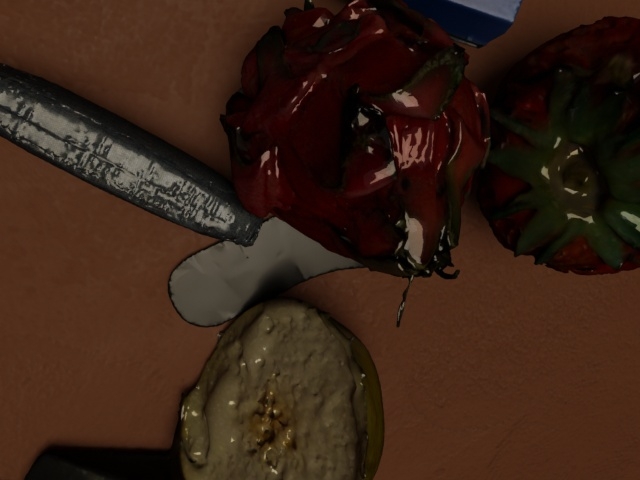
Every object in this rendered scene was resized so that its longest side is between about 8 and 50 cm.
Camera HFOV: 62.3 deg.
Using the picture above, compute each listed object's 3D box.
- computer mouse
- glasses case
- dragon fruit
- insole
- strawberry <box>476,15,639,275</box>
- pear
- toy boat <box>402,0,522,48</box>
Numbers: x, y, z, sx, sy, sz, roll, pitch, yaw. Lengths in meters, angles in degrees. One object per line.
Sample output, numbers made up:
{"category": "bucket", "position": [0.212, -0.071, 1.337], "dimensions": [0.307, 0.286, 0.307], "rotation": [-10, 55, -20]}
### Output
{"category": "computer mouse", "position": [-0.198, 0.330, 0.591], "dimensions": [0.295, 0.087, 0.168], "rotation": [12, 105, -14]}
{"category": "glasses case", "position": [-0.177, -0.073, 0.472], "dimensions": [0.282, 0.109, 0.067], "rotation": [30, 94, -20]}
{"category": "dragon fruit", "position": [0.032, -0.068, 0.449], "dimensions": [0.234, 0.293, 0.233], "rotation": [-2, 147, -1]}
{"category": "insole", "position": [0.000, 0.000, 0.590], "dimensions": [0.348, 0.009, 0.119], "rotation": [-24, 108, -7]}
{"category": "strawberry", "position": [0.304, -0.096, 0.527], "dimensions": [0.288, 0.250, 0.238], "rotation": [-33, 145, -42]}
{"category": "pear", "position": [-0.009, 0.202, 0.562], "dimensions": [0.178, 0.267, 0.267], "rotation": [23, 100, -45]}
{"category": "toy boat", "position": [0.047, -0.289, 0.487], "dimensions": [0.295, 0.088, 0.129], "rotation": [18, 101, -7]}
